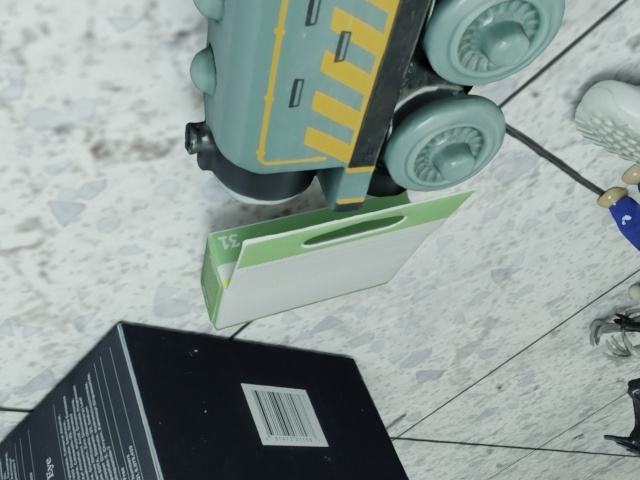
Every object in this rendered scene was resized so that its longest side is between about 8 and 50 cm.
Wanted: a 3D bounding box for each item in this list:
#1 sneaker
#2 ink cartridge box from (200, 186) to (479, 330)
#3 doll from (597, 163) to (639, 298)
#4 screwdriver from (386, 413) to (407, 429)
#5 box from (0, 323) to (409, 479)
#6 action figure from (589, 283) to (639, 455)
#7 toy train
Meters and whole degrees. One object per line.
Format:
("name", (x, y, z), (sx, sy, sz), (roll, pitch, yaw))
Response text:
("sneaker", (0.322, -0.108, 0.738), (0.235, 0.090, 0.094), (16, 101, -36))
("ink cartridge box", (0.000, 0.000, 0.632), (0.171, 0.056, 0.235), (-14, 162, -16))
("doll", (0.358, 0.016, 0.824), (0.046, 0.189, 0.129), (4, 137, -38))
("screwdriver", (0.067, 0.309, 1.210), (0.170, 0.024, 0.025), (-37, 117, 15))
("box", (-0.141, 0.263, 0.860), (0.312, 0.179, 0.343), (-43, 143, 25))
("action figure", (0.440, 0.147, 1.095), (0.141, 0.275, 0.164), (9, 179, 13))
("toy train", (0.025, -0.142, 0.432), (0.190, 0.142, 0.334), (-6, 145, -17))
